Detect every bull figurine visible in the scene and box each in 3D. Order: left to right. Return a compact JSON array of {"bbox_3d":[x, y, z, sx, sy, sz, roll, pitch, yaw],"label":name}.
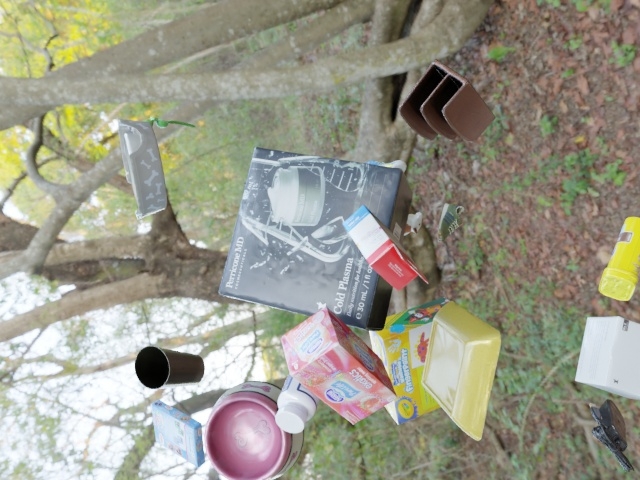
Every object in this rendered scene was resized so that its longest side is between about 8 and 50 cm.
[{"bbox_3d":[0.243,-0.081,2.171,0.188,0.311,0.101,63,-152,-22],"label":"bull figurine"}]

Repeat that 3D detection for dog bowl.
[{"bbox_3d":[-0.612,-0.250,1.892,0.349,0.102,0.348,168,90,-70],"label":"dog bowl"},{"bbox_3d":[-0.279,0.776,2.187,0.150,0.408,0.407,21,-131,-77],"label":"dog bowl"}]

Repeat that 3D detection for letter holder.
[{"bbox_3d":[0.424,-0.425,1.853,0.152,0.214,0.302,48,-165,32],"label":"letter holder"}]

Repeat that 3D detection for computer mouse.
[{"bbox_3d":[0.847,0.548,1.644,0.184,0.060,0.262,51,-150,-6],"label":"computer mouse"}]

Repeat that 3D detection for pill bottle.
[{"bbox_3d":[-0.059,0.448,1.566,0.186,0.112,0.111,-61,-41,-55],"label":"pill bottle"}]

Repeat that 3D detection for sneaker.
[{"bbox_3d":[0.234,-0.288,2.206,0.091,0.240,0.126,22,-128,-42],"label":"sneaker"},{"bbox_3d":[0.535,-0.075,2.235,0.064,0.086,0.192,64,-142,-47],"label":"sneaker"}]

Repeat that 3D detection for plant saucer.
[{"bbox_3d":[0.409,0.383,1.689,0.333,0.081,0.332,-139,58,-74],"label":"plant saucer"}]

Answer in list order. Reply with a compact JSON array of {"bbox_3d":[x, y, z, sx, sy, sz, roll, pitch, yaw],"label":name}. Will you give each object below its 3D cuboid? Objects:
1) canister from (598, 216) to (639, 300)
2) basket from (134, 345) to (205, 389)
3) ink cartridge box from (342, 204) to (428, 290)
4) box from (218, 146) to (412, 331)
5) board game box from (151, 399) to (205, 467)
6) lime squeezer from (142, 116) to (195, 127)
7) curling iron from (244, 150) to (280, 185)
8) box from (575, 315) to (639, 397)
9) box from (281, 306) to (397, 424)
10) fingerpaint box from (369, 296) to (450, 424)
[{"bbox_3d":[0.737,0.043,1.319,0.073,0.169,0.126,20,161,28],"label":"canister"},{"bbox_3d":[-0.582,0.506,2.171,0.205,0.154,0.227,20,177,34],"label":"basket"},{"bbox_3d":[0.156,0.029,1.340,0.134,0.078,0.231,40,-167,-37],"label":"ink cartridge box"},{"bbox_3d":[0.000,0.000,1.729,0.297,0.472,0.479,30,-109,-71],"label":"box"},{"bbox_3d":[-0.474,0.639,1.823,0.039,0.212,0.160,-27,-57,-50],"label":"board game box"},{"bbox_3d":[-0.617,-0.422,2.096,0.059,0.310,0.109,-4,118,52],"label":"lime squeezer"},{"bbox_3d":[-0.225,-0.285,2.221,0.274,0.068,0.035,-59,-36,-38],"label":"curling iron"},{"bbox_3d":[0.788,0.307,1.422,0.119,0.182,0.180,150,138,-75],"label":"box"},{"bbox_3d":[0.051,0.333,1.439,0.300,0.154,0.142,48,-167,-35],"label":"box"},{"bbox_3d":[0.433,0.516,2.377,0.163,0.372,0.444,-135,29,-64],"label":"fingerpaint box"}]
